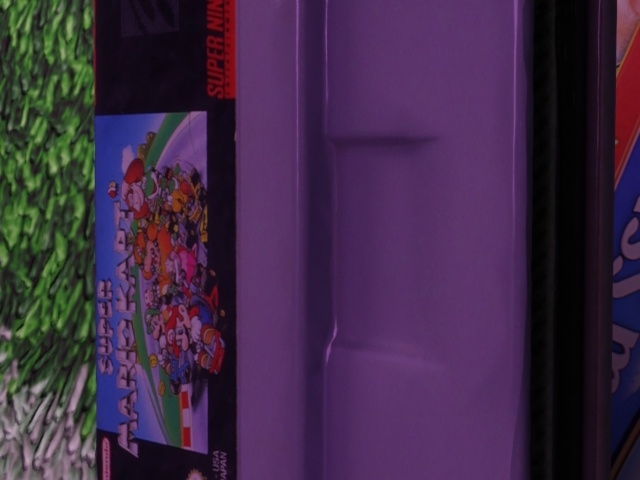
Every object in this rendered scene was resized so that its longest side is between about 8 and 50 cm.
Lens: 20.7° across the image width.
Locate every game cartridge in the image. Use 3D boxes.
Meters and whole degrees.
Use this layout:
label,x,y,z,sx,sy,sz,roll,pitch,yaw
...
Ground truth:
label,x,y,z,sx,sy,sz,roll,pitch,yaw
game cartridge,0.000,0.000,0.594,0.230,0.068,0.355,3,94,48

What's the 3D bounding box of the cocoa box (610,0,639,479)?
label,x,y,z,sx,sy,sz,roll,pitch,yaw
cocoa box,0.163,-0.008,0.691,0.228,0.231,0.347,23,89,51
